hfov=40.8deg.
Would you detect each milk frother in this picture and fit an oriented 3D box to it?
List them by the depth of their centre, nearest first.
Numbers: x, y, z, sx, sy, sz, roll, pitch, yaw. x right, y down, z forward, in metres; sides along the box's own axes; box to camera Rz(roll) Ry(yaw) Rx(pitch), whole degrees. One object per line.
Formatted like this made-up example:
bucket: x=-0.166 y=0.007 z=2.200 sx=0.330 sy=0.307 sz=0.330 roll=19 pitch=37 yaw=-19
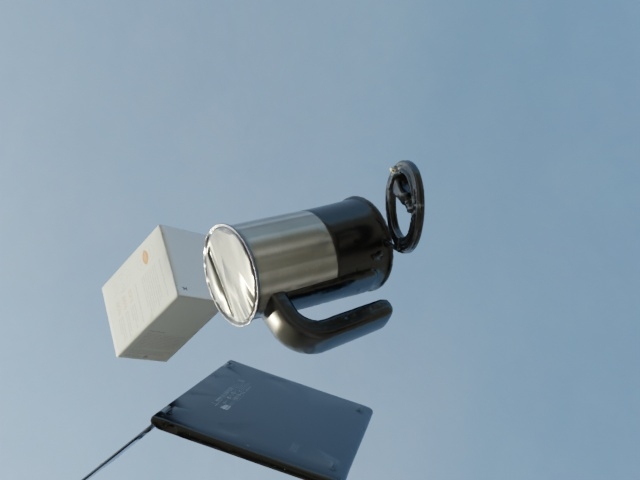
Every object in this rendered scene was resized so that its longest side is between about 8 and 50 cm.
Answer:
milk frother: x=0.000 y=0.000 z=0.673 sx=0.135 sy=0.129 sz=0.143 roll=-14 pitch=-53 yaw=-34

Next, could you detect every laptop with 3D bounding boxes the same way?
laptop: x=-0.164 y=0.338 z=1.291 sx=0.408 sy=0.382 sz=0.236 roll=17 pitch=-84 yaw=8

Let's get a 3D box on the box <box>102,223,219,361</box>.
box: x=-0.236 y=0.082 z=1.287 sx=0.091 sy=0.130 sz=0.170 roll=15 pitch=-46 yaw=-43
